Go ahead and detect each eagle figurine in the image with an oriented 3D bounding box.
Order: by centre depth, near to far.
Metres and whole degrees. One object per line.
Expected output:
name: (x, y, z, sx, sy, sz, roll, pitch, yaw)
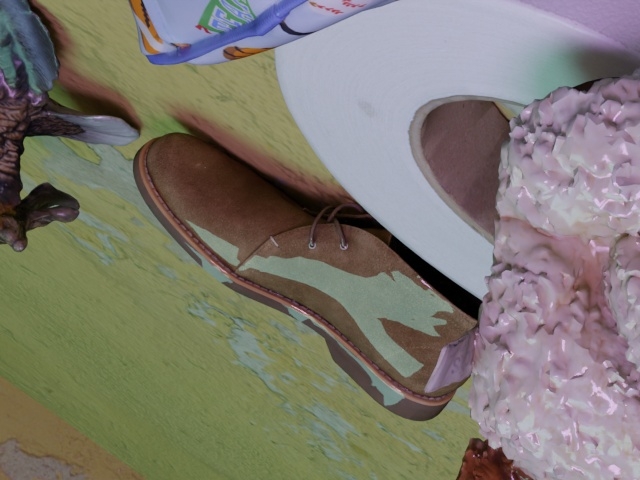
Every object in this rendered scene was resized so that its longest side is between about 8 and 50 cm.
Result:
eagle figurine: (-0.302, -0.128, 1.384, 0.226, 0.225, 0.298, -21, 99, 18)

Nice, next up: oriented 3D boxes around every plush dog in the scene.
plush dog: (0.191, 0.072, 0.819, 0.225, 0.211, 0.262, 11, 152, 25)

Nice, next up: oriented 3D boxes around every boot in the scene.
boot: (0.000, 0.000, 1.345, 0.305, 0.112, 0.115, 36, 131, 1)

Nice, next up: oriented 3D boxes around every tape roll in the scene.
tape roll: (0.153, -0.041, 0.997, 0.392, 0.072, 0.392, 29, 161, 11)

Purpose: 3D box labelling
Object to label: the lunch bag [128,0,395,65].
lunch bag: (0.058, -0.155, 0.654, 0.303, 0.243, 0.115, -6, 104, 63)
